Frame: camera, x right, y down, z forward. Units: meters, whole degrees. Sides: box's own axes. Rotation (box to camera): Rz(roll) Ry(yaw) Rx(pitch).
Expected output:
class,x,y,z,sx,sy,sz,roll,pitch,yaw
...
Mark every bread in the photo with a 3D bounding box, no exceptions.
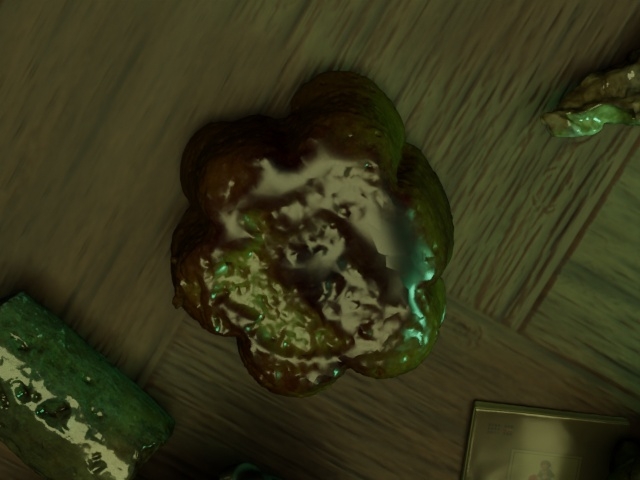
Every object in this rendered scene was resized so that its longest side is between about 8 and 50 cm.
class,x,y,z,sx,sy,sz,roll,pitch,yaw
bread,-0.008,0.010,1.374,0.232,0.135,0.246,-23,103,5

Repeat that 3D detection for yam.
class,x,y,z,sx,sy,sz,roll,pitch,yaw
yam,-0.221,0.122,1.400,0.194,0.107,0.107,43,97,-10

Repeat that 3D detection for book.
class,x,y,z,sx,sy,sz,roll,pitch,yaw
book,0.183,0.241,1.501,0.138,0.016,0.198,7,102,-5

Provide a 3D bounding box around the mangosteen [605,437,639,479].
class,x,y,z,sx,sy,sz,roll,pitch,yaw
mangosteen,0.319,0.259,1.414,0.243,0.243,0.243,-1,103,-4

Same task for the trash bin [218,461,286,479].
class,x,y,z,sx,sy,sz,roll,pitch,yaw
trash bin,-0.107,0.285,1.388,0.290,0.209,0.182,-16,80,6

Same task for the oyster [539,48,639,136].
class,x,y,z,sx,sy,sz,roll,pitch,yaw
oyster,0.387,-0.118,1.403,0.396,0.111,0.204,19,83,-7
